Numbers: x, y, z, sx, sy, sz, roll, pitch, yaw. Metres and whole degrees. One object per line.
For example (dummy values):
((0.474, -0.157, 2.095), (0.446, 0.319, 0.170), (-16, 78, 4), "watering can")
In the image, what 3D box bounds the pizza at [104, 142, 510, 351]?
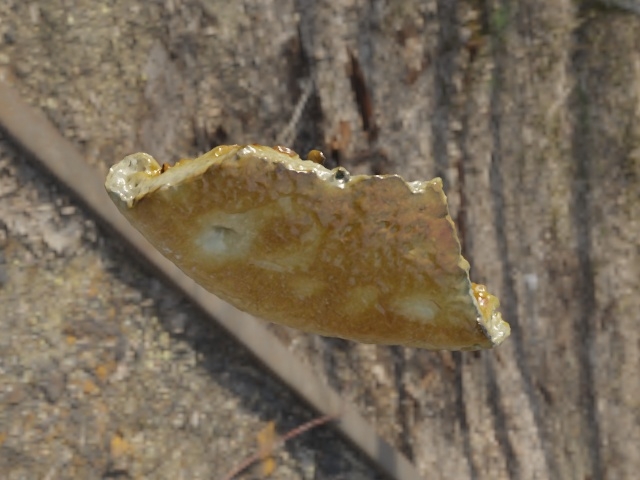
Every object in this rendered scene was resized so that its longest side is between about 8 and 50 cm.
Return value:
((0.000, 0.000, 1.009), (0.074, 0.365, 0.182), (-82, -170, -56), "pizza")
